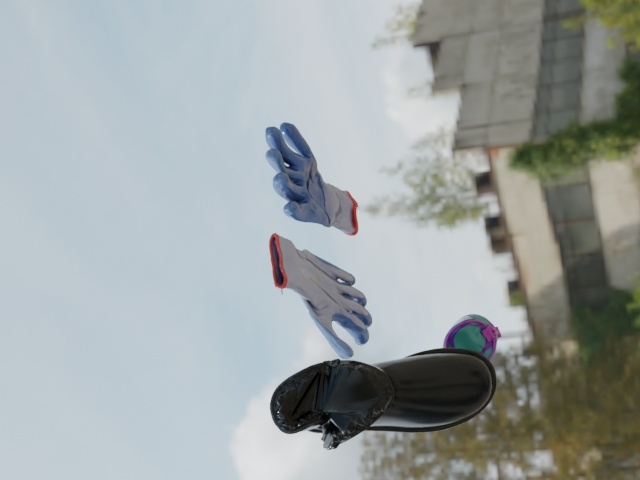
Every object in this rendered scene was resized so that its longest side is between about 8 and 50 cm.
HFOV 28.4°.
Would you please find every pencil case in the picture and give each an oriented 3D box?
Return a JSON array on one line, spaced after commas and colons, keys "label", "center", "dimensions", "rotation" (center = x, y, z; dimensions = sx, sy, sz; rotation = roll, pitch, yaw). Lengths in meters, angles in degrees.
[{"label": "pencil case", "center": [0.193, 0.128, 1.597], "dimensions": [0.152, 0.070, 0.064], "rotation": [2, -112, -82]}]

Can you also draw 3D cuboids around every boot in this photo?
[{"label": "boot", "center": [0.076, 0.170, 1.374], "dimensions": [0.207, 0.247, 0.094], "rotation": [59, -156, -83]}]

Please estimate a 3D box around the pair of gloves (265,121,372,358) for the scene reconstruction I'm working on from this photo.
[{"label": "pair of gloves", "center": [0.000, 0.000, 1.069], "dimensions": [0.159, 0.023, 0.198], "rotation": [35, -140, -53]}]
